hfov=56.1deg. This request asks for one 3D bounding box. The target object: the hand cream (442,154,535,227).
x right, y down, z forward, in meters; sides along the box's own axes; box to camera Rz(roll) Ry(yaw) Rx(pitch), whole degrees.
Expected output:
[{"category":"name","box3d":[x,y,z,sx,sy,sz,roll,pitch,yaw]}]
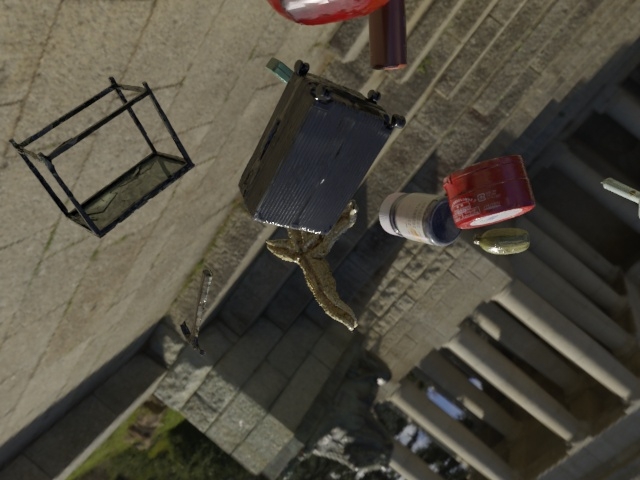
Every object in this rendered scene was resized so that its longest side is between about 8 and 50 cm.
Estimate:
[{"category":"hand cream","box3d":[0.454,-0.127,1.621,0.230,0.150,0.230,-11,172,-2]}]

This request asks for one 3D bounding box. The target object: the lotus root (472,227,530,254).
[{"category":"lotus root","box3d":[0.599,0.003,1.994,0.077,0.182,0.091,-68,153,-54]}]

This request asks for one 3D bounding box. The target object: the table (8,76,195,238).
[{"category":"table","box3d":[-0.578,-0.233,1.619,0.335,0.222,0.272,-44,131,-25]}]

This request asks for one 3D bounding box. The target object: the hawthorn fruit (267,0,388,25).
[{"category":"hawthorn fruit","box3d":[0.038,-0.472,0.934,0.307,0.265,0.265,-17,151,-52]}]

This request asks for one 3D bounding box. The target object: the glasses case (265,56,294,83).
[{"category":"glasses case","box3d":[-0.080,-0.480,1.821,0.039,0.184,0.078,-53,-146,6]}]

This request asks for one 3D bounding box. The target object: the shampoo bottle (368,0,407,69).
[{"category":"shampoo bottle","box3d":[0.142,-0.487,1.267,0.085,0.085,0.245,-44,134,-70]}]

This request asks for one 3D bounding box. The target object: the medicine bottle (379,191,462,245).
[{"category":"medicine bottle","box3d":[0.334,-0.077,2.015,0.165,0.165,0.273,-50,-153,-14]}]

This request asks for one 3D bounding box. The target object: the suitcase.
[{"category":"suitcase","box3d":[-0.011,-0.184,1.304,0.335,0.229,0.152,-59,-141,26]}]

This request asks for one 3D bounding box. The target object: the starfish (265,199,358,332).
[{"category":"starfish","box3d":[0.000,0.000,1.611,0.082,0.432,0.324,1,117,-39]}]

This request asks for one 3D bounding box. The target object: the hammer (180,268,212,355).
[{"category":"hammer","box3d":[-0.359,0.207,1.790,0.027,0.125,0.297,-22,141,-45]}]

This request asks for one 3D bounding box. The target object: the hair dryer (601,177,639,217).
[{"category":"hair dryer","box3d":[0.670,-0.096,1.297,0.047,0.137,0.082,-48,143,-6]}]
